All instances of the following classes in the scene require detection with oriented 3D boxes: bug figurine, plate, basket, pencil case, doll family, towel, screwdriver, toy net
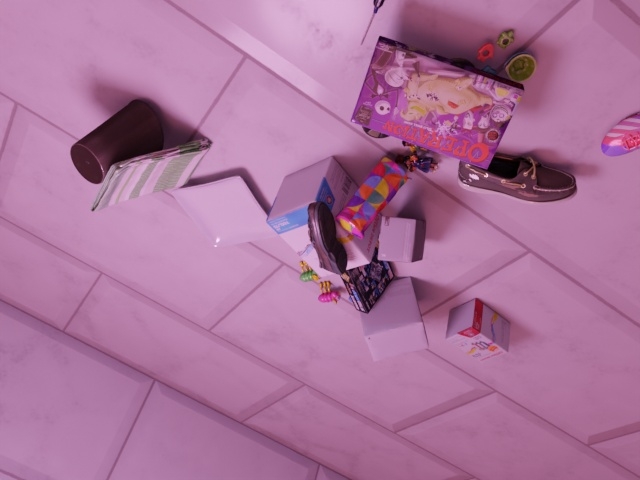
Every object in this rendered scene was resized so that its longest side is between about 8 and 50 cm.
[{"bbox_3d":[0.049,0.145,2.256,0.216,0.072,0.279,-15,130,34],"label":"bug figurine"},{"bbox_3d":[-0.300,-0.098,2.131,0.278,0.045,0.278,-9,134,28],"label":"plate"},{"bbox_3d":[-0.584,-0.271,1.878,0.154,0.227,0.204,33,137,13],"label":"basket"},{"bbox_3d":[0.144,-0.116,1.790,0.104,0.236,0.104,38,166,11],"label":"pencil case"},{"bbox_3d":[0.260,-0.231,1.748,0.112,0.076,0.193,10,143,4],"label":"doll family"},{"bbox_3d":[-0.494,-0.189,1.925,0.038,0.325,0.248,57,138,9],"label":"towel"},{"bbox_3d":[0.123,-0.517,1.520,0.025,0.024,0.169,-6,150,-16],"label":"screwdriver"},{"bbox_3d":[0.374,-0.369,1.513,0.232,0.045,0.122,-38,123,22],"label":"toy net"}]

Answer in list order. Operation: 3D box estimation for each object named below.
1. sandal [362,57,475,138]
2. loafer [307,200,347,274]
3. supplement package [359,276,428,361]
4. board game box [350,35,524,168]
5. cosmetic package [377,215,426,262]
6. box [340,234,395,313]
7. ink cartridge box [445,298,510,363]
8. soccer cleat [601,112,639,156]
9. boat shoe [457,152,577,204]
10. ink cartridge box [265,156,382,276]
[{"bbox_3d":[0.229,-0.358,1.592,0.303,0.086,0.120,-25,132,20],"label":"sandal"},{"bbox_3d":[0.000,0.000,1.790,0.084,0.096,0.267,3,139,25],"label":"loafer"},{"bbox_3d":[0.236,0.259,2.170,0.194,0.203,0.149,-15,133,6],"label":"supplement package"},{"bbox_3d":[0.264,-0.316,1.516,0.347,0.056,0.208,19,126,1],"label":"board game box"},{"bbox_3d":[0.237,-0.004,1.878,0.107,0.238,0.127,6,94,13],"label":"cosmetic package"},{"bbox_3d":[0.147,0.099,2.083,0.051,0.175,0.220,16,146,38],"label":"box"},{"bbox_3d":[0.533,0.307,2.210,0.176,0.127,0.128,34,138,-18],"label":"ink cartridge box"},{"bbox_3d":[0.765,-0.252,1.510,0.083,0.095,0.248,40,135,-24],"label":"soccer cleat"},{"bbox_3d":[0.509,-0.167,1.695,0.305,0.109,0.091,10,144,16],"label":"boat shoe"},{"bbox_3d":[0.018,-0.063,1.934,0.197,0.198,0.270,-20,126,36],"label":"ink cartridge box"}]
